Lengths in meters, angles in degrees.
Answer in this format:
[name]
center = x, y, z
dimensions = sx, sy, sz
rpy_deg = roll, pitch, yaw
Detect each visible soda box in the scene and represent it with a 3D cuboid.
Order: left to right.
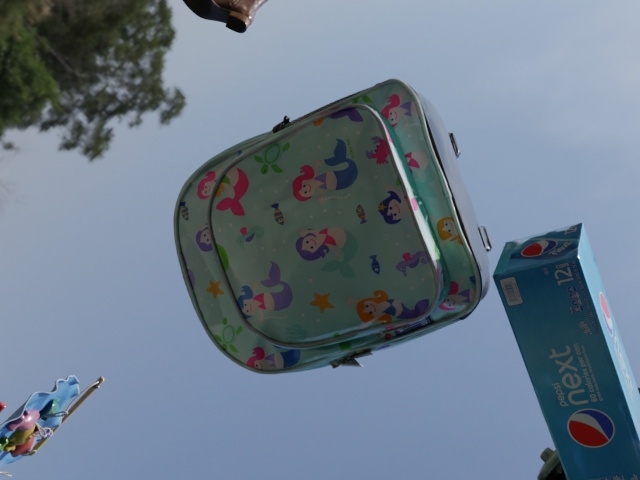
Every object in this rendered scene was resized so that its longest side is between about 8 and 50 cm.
[soda box]
center = 0.205, 0.099, 0.700
dimensions = 0.067, 0.210, 0.071
rpy_deg = -15, -164, 24

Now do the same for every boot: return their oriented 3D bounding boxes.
[boot]
center = -0.122, -0.333, 1.174
dimensions = 0.037, 0.106, 0.114
rpy_deg = -48, -167, 48

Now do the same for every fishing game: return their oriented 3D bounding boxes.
[fishing game]
center = -0.331, 0.224, 0.960
dimensions = 0.189, 0.041, 0.264
rpy_deg = -46, 172, 0

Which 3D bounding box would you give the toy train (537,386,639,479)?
[toy train]
center = 0.386, 0.361, 1.298
dimensions = 0.142, 0.190, 0.334
rpy_deg = 38, -94, 24

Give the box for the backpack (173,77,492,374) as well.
[backpack]
center = 0.000, 0.000, 0.767
dimensions = 0.253, 0.225, 0.191
rpy_deg = -19, 177, 20
